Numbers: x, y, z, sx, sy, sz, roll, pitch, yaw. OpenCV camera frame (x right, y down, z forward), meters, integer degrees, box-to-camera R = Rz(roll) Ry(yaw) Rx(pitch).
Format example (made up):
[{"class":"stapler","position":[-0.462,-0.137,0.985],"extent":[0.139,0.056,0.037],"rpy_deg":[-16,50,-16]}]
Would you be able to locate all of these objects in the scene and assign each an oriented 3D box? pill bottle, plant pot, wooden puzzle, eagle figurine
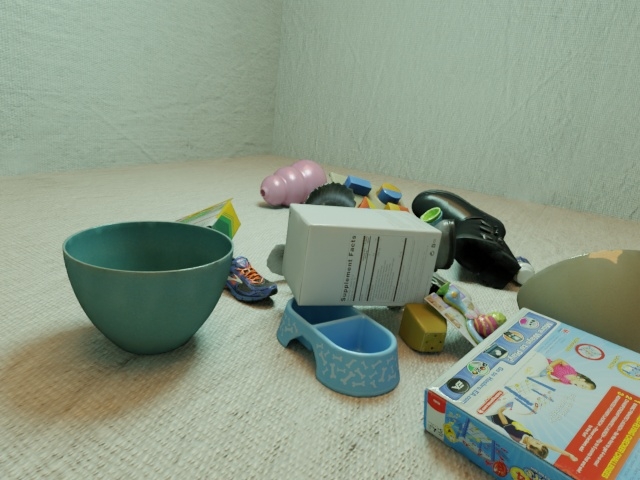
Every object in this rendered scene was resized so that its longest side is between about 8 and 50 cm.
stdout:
[{"class":"pill bottle","position":[0.623,0.094,1.424],"extent":[0.066,0.067,0.120],"rpy_deg":[9,17,10]},{"class":"plant pot","position":[0.542,0.175,0.872],"extent":[0.283,0.284,0.191],"rpy_deg":[6,53,-3]},{"class":"plant pot","position":[-0.313,0.095,0.864],"extent":[0.289,0.196,0.290],"rpy_deg":[5,17,-2]},{"class":"wooden puzzle","position":[0.210,-0.142,1.741],"extent":[0.321,0.081,0.348],"rpy_deg":[12,37,-23]},{"class":"eagle figurine","position":[0.010,0.005,1.266],"extent":[0.225,0.226,0.298],"rpy_deg":[39,30,-15]},{"class":"plant pot","position":[0.221,0.188,0.962],"extent":[0.081,0.081,0.083],"rpy_deg":[3,24,-12]}]

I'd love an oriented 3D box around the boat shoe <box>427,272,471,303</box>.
[{"class":"boat shoe","position":[0.280,0.122,1.193],"extent":[0.219,0.078,0.070],"rpy_deg":[23,23,40]}]

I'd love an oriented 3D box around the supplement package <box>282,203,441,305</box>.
[{"class":"supplement package","position":[0.080,0.031,1.007],"extent":[0.292,0.176,0.177],"rpy_deg":[3,17,-17]}]

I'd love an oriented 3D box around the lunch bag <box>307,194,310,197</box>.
[{"class":"lunch bag","position":[0.090,-0.129,1.887],"extent":[0.279,0.108,0.223],"rpy_deg":[21,23,37]}]

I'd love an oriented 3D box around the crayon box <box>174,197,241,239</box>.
[{"class":"crayon box","position":[-0.341,-0.015,1.272],"extent":[0.202,0.083,0.323],"rpy_deg":[-21,17,6]}]

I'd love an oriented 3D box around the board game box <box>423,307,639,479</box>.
[{"class":"board game box","position":[0.368,0.252,0.687],"extent":[0.308,0.086,0.301],"rpy_deg":[-23,31,-35]}]

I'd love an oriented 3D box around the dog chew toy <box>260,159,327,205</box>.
[{"class":"dog chew toy","position":[-0.128,-0.246,2.058],"extent":[0.331,0.207,0.206],"rpy_deg":[-20,30,-40]}]

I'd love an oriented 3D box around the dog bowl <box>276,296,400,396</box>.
[{"class":"dog bowl","position":[0.031,0.187,0.899],"extent":[0.165,0.074,0.297],"rpy_deg":[-6,20,-34]}]

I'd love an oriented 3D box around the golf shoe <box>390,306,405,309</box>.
[{"class":"golf shoe","position":[0.197,0.125,1.181],"extent":[0.085,0.069,0.176],"rpy_deg":[7,17,-18]}]

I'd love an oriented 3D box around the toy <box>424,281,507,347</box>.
[{"class":"toy","position":[0.342,0.171,0.950],"extent":[0.136,0.056,0.237],"rpy_deg":[-14,49,-48]}]

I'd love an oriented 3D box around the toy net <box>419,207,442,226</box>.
[{"class":"toy net","position":[0.291,-0.027,1.494],"extent":[0.232,0.045,0.122],"rpy_deg":[-37,21,4]}]

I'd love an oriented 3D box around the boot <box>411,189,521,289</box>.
[{"class":"boot","position":[0.463,-0.025,1.547],"extent":[0.366,0.146,0.445],"rpy_deg":[21,25,10]}]

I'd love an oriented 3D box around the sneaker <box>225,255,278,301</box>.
[{"class":"sneaker","position":[-0.193,0.086,1.124],"extent":[0.221,0.087,0.083],"rpy_deg":[18,21,33]}]

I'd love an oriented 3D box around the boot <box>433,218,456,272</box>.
[{"class":"boot","position":[0.238,0.027,1.285],"extent":[0.222,0.118,0.338],"rpy_deg":[6,-21,0]}]
